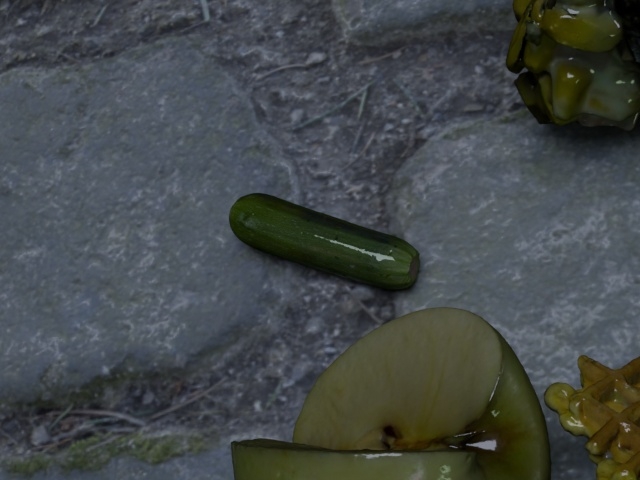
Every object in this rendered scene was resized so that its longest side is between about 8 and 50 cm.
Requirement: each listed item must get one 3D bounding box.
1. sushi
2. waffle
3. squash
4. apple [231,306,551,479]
[{"bbox_3d":[0.341,-0.282,1.619,0.285,0.328,0.328,-2,65,27],"label":"sushi"},{"bbox_3d":[0.376,0.164,1.469,0.301,0.058,0.281,-7,37,-14],"label":"waffle"},{"bbox_3d":[0.000,0.000,1.717,0.229,0.066,0.066,17,70,21],"label":"squash"},{"bbox_3d":[0.076,0.227,1.479,0.258,0.233,0.295,-18,17,36],"label":"apple"}]
